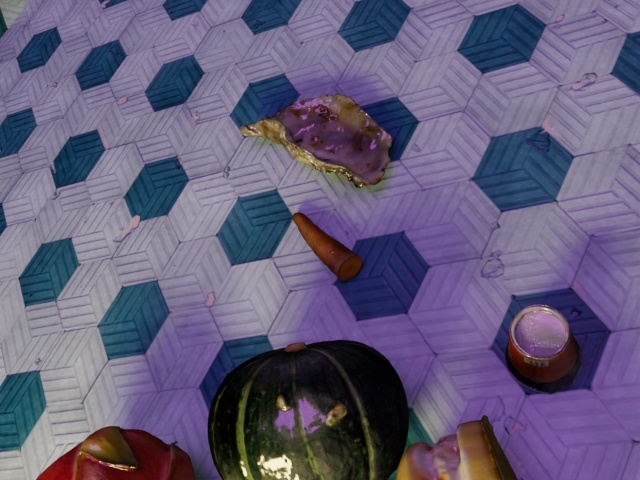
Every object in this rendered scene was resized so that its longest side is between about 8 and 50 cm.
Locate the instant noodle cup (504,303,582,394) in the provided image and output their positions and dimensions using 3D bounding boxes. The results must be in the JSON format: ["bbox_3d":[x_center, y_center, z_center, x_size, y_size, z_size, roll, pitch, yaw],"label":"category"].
[{"bbox_3d":[0.352,0.167,0.936,0.127,0.136,0.127,-10,60,18],"label":"instant noodle cup"}]

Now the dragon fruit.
[{"bbox_3d":[-0.316,0.480,0.958,0.225,0.305,0.305,32,79,42],"label":"dragon fruit"}]

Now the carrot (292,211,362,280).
[{"bbox_3d":[0.000,0.000,1.223,0.061,0.061,0.209,-44,52,-3],"label":"carrot"}]

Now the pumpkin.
[{"bbox_3d":[-0.019,0.283,0.928,0.322,0.323,0.242,-19,88,13],"label":"pumpkin"}]

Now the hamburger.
[{"bbox_3d":[0.216,0.419,0.813,0.186,0.261,0.303,-30,98,13],"label":"hamburger"}]

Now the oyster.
[{"bbox_3d":[0.009,-0.238,1.326,0.396,0.111,0.204,32,62,33],"label":"oyster"}]
